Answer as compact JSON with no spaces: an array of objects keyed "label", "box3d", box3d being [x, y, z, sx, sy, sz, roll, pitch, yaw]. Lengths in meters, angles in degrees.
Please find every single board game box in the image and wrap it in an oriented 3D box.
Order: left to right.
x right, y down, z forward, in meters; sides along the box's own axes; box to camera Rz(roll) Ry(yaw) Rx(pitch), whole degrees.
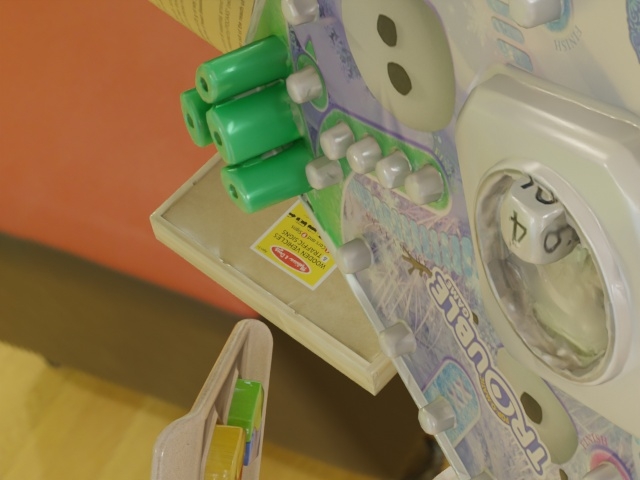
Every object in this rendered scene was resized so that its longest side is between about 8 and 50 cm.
[{"label":"board game box","box3d":[0.077,0.012,0.560,0.050,0.390,0.390,-24,73,-21]}]

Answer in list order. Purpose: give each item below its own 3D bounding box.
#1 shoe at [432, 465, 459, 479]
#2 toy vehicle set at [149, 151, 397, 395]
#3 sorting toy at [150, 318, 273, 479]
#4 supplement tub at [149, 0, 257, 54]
[{"label":"shoe","box3d":[0.196,0.208,1.628,0.058,0.076,0.219,26,42,36]},{"label":"toy vehicle set","box3d":[0.000,0.000,1.441,0.267,0.035,0.166,34,66,27]},{"label":"sorting toy","box3d":[-0.062,0.166,0.994,0.038,0.193,0.208,9,15,9]},{"label":"supplement tub","box3d":[-0.030,-0.233,0.925,0.331,0.241,0.241,36,76,15]}]
